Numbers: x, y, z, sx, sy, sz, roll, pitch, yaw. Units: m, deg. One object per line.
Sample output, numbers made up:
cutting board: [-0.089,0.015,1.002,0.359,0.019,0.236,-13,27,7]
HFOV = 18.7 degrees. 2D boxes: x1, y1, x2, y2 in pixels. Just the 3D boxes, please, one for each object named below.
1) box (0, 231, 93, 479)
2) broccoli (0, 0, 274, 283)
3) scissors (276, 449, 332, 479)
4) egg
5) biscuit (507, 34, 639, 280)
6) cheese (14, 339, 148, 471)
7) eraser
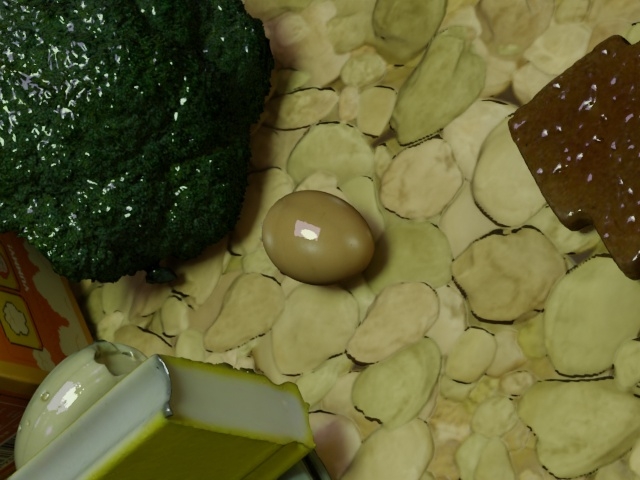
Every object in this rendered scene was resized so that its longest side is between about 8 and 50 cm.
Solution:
box: [-0.386,0.095,1.748,0.283,0.214,0.260,-34,66,17]
broccoli: [-0.203,-0.122,1.735,0.304,0.321,0.283,-55,16,-13]
scissors: [0.012,0.241,1.518,0.138,0.041,0.289,-38,53,12]
egg: [0.000,0.000,1.628,0.096,0.080,0.080,29,86,40]
biscuit: [0.276,-0.082,1.488,0.301,0.043,0.278,12,77,41]
cheese: [-0.213,0.193,1.666,0.064,0.137,0.227,38,111,31]
eraser: [-0.128,0.178,1.544,0.226,0.158,0.069,-40,51,35]
